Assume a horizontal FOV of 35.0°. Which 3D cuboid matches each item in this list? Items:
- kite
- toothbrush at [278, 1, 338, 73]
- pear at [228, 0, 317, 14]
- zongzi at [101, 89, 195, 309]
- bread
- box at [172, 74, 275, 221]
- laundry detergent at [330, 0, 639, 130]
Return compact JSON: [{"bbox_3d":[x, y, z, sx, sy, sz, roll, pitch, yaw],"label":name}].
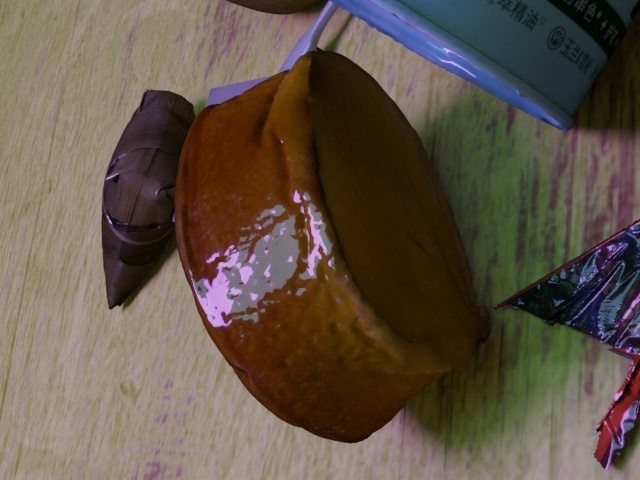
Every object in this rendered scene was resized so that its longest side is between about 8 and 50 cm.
[{"bbox_3d":[0.192,0.039,0.565,0.232,0.009,0.189,25,90,54],"label":"kite"},{"bbox_3d":[0.066,-0.273,0.853,0.342,0.030,0.025,-57,40,13],"label":"toothbrush"},{"bbox_3d":[-0.074,-0.317,0.892,0.188,0.211,0.228,-44,44,24],"label":"pear"},{"bbox_3d":[-0.173,-0.044,1.002,0.160,0.078,0.176,-79,7,-47],"label":"zongzi"},{"bbox_3d":[0.000,0.000,0.666,0.142,0.195,0.270,-33,45,27],"label":"bread"},{"bbox_3d":[-0.058,-0.071,0.879,0.130,0.051,0.129,0,72,49],"label":"box"},{"bbox_3d":[0.105,-0.266,0.597,0.305,0.287,0.287,-59,39,10],"label":"laundry detergent"}]
